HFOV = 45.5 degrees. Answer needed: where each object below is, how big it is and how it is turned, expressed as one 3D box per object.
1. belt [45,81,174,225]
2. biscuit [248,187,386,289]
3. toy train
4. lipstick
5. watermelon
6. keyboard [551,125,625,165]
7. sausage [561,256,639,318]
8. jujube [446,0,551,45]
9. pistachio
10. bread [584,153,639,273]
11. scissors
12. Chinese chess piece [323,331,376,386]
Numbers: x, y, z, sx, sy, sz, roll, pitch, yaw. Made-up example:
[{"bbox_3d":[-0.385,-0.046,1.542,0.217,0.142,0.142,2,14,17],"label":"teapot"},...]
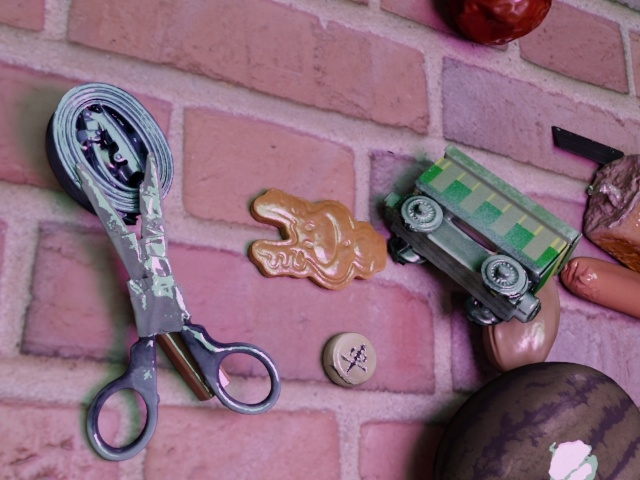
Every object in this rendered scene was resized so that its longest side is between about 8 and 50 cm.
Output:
[{"bbox_3d":[-0.283,-0.114,1.029,0.141,0.082,0.190,-37,101,-24],"label":"belt"},{"bbox_3d":[0.001,0.004,1.185,0.236,0.040,0.144,10,77,-24],"label":"biscuit"},{"bbox_3d":[0.249,-0.005,1.224,0.300,0.120,0.202,38,63,20],"label":"toy train"},{"bbox_3d":[-0.183,0.146,1.035,0.045,0.045,0.145,-37,97,-32],"label":"lipstick"},{"bbox_3d":[0.314,0.336,1.119,0.359,0.279,0.279,-37,95,-18],"label":"watermelon"},{"bbox_3d":[0.549,-0.182,1.540,0.197,0.010,0.064,15,50,-25],"label":"keyboard"},{"bbox_3d":[0.578,0.097,1.443,0.288,0.086,0.086,20,67,-24],"label":"sausage"},{"bbox_3d":[0.334,-0.476,1.403,0.212,0.213,0.232,26,64,-20],"label":"jujube"},{"bbox_3d":[0.334,0.124,1.277,0.135,0.136,0.226,28,58,-19],"label":"pistachio"},{"bbox_3d":[0.638,-0.051,1.465,0.246,0.176,0.196,31,60,-17],"label":"bread"},{"bbox_3d":[-0.217,0.074,0.985,0.255,0.029,0.384,-18,94,-14],"label":"scissors"},{"bbox_3d":[0.045,0.180,1.156,0.084,0.034,0.084,9,71,-28],"label":"Chinese chess piece"}]
